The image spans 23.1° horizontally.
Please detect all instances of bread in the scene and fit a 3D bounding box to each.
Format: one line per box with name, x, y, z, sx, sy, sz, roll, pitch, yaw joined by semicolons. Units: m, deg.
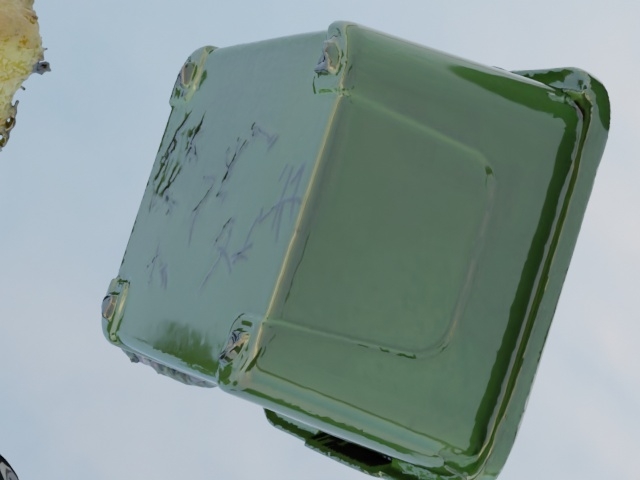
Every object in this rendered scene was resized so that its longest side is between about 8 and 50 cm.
bread;-0.381;-0.148;1.480;0.147;0.260;0.160;5;-138;-44

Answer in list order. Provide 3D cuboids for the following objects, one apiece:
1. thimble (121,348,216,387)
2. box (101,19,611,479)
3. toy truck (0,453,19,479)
thimble;-0.097;0.046;1.189;0.118;0.135;0.090;22;-120;4
box;0.000;0.000;0.939;0.178;0.328;0.253;17;-95;-22
toy truck;-0.212;0.137;0.580;0.165;0.224;0.147;26;-124;5
